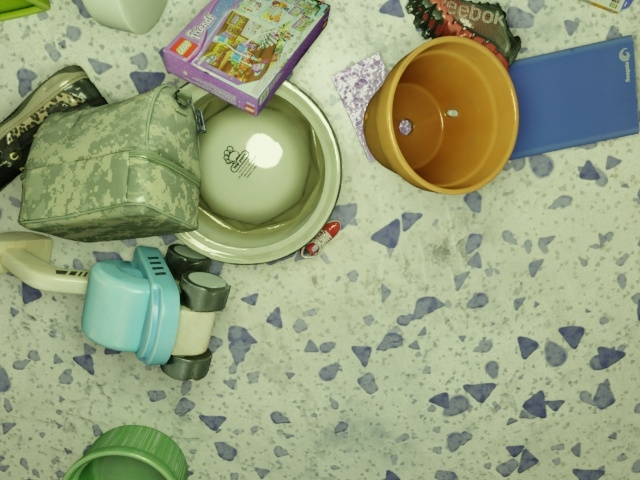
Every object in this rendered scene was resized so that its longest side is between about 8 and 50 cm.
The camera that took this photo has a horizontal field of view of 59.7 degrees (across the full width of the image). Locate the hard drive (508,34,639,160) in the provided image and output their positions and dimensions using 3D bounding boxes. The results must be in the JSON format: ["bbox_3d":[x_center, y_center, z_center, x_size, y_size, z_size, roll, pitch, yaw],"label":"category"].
[{"bbox_3d":[0.521,-0.305,1.219,0.319,0.040,0.210,-12,105,4],"label":"hard drive"}]

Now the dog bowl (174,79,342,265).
[{"bbox_3d":[-0.157,-0.160,1.208,0.408,0.150,0.408,0,106,1],"label":"dog bowl"}]

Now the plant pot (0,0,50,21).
[{"bbox_3d":[-0.700,-0.552,1.070,0.227,0.228,0.207,-9,99,4],"label":"plant pot"}]

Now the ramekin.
[{"bbox_3d":[-0.488,0.625,1.424,0.303,0.148,0.303,0,105,0],"label":"ramekin"}]

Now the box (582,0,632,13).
[{"bbox_3d":[0.590,-0.533,1.164,0.136,0.028,0.081,19,105,-7],"label":"box"}]

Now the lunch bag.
[{"bbox_3d":[-0.375,-0.142,1.033,0.305,0.212,0.256,-6,78,20],"label":"lunch bag"}]

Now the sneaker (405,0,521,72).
[{"bbox_3d":[0.302,-0.449,1.155,0.276,0.097,0.135,43,79,4],"label":"sneaker"}]

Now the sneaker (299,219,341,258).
[{"bbox_3d":[0.000,0.000,1.292,0.118,0.067,0.042,-39,102,10],"label":"sneaker"}]

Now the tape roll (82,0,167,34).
[{"bbox_3d":[-0.325,-0.566,0.974,0.072,0.392,0.392,12,105,-3],"label":"tape roll"}]

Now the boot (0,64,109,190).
[{"bbox_3d":[-0.561,-0.155,1.223,0.377,0.138,0.284,-43,101,5],"label":"boot"}]

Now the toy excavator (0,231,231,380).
[{"bbox_3d":[-0.475,0.103,1.225,0.445,0.433,0.222,9,107,-31],"label":"toy excavator"}]

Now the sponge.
[{"bbox_3d":[0.118,-0.290,1.230,0.117,0.031,0.210,-25,103,7],"label":"sponge"}]

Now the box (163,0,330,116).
[{"bbox_3d":[-0.135,-0.395,1.082,0.201,0.057,0.293,29,63,6],"label":"box"}]

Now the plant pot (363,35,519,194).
[{"bbox_3d":[0.218,-0.240,1.125,0.291,0.203,0.291,-2,97,-21],"label":"plant pot"}]
